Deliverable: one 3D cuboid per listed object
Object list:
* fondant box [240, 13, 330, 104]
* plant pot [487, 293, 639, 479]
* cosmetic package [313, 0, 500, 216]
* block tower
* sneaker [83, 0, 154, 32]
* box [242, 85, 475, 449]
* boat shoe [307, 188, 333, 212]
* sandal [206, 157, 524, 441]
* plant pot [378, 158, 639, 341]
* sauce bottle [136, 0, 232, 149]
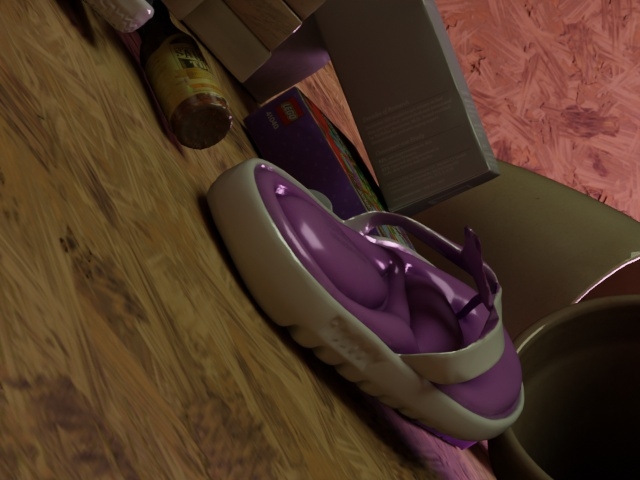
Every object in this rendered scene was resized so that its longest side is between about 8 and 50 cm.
[{"bbox_3d":[-0.123,-0.311,1.700,0.330,0.096,0.238,61,7,25],"label":"fondant box"},{"bbox_3d":[0.264,0.210,1.545,0.263,0.263,0.229,-114,-163,-47],"label":"plant pot"},{"bbox_3d":[0.069,-0.149,1.663,0.238,0.107,0.127,67,10,6],"label":"cosmetic package"},{"bbox_3d":[-0.082,-0.209,1.360,0.097,0.091,0.335,46,4,-22],"label":"block tower"},{"bbox_3d":[-0.134,-0.266,1.176,0.268,0.153,0.101,61,8,20],"label":"sneaker"},{"bbox_3d":[0.051,0.027,1.598,0.293,0.057,0.201,61,7,18],"label":"box"},{"bbox_3d":[0.000,0.000,1.487,0.100,0.035,0.035,-120,-159,-47],"label":"boat shoe"},{"bbox_3d":[0.071,0.038,1.309,0.416,0.102,0.169,24,36,-60],"label":"sandal"},{"bbox_3d":[0.174,0.035,1.828,0.274,0.256,0.256,42,-3,33],"label":"plant pot"},{"bbox_3d":[-0.095,-0.113,1.251,0.042,0.042,0.128,50,9,-49],"label":"sauce bottle"}]
